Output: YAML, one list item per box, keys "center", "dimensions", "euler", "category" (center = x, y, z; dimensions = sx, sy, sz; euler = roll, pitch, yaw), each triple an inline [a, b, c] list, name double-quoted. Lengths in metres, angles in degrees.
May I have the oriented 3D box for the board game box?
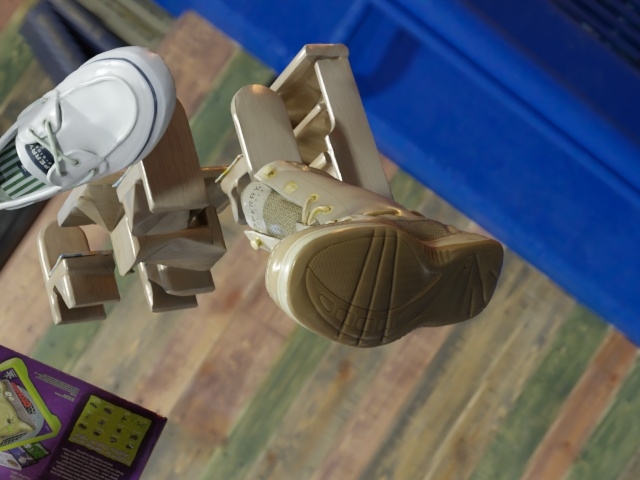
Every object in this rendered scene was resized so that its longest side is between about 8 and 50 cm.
- center: [-0.401, 0.257, 1.690]
  dimensions: [0.056, 0.346, 0.208]
  euler: [114, 180, -46]
  category: "board game box"

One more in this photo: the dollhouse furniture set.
- center: [-0.133, -0.094, 1.603]
  dimensions: [0.362, 0.394, 0.257]
  euler: [-43, 59, 53]
  category: "dollhouse furniture set"

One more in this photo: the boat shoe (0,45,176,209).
- center: [-0.195, -0.070, 0.978]
  dimensions: [0.226, 0.083, 0.076]
  euler: [-32, 6, 45]
  category: "boat shoe"

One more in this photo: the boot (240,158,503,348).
- center: [0.000, 0.000, 1.017]
  dimensions: [0.203, 0.262, 0.095]
  euler: [25, 108, 35]
  category: "boot"
